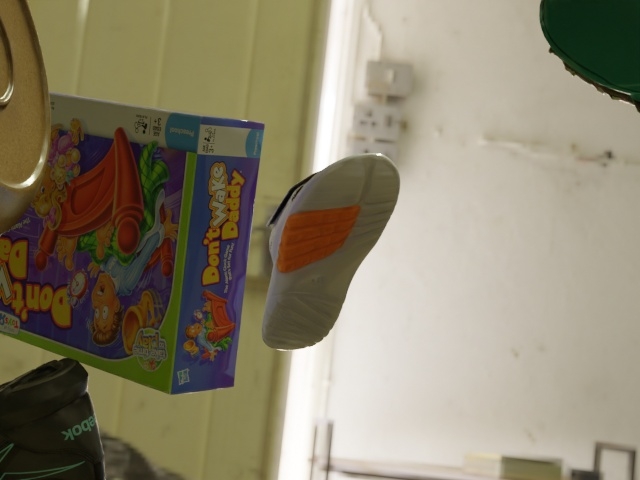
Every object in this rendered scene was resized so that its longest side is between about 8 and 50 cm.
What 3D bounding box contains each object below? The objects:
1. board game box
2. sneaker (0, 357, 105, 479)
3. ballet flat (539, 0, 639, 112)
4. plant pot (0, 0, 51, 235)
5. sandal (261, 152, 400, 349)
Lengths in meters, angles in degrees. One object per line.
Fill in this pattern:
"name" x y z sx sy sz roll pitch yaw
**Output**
"board game box" -0.212 -0.014 1.208 0.347 0.233 0.078 12 8 41
"sneaker" -0.285 0.182 1.105 0.267 0.106 0.101 -19 10 38
"ballet flat" 0.213 -0.102 0.665 0.077 0.091 0.241 2 12 -32
"plant pot" -0.219 -0.118 0.815 0.032 0.236 0.236 -12 -9 10
"sandal" -0.010 0.000 1.261 0.102 0.076 0.265 1 -44 -24
